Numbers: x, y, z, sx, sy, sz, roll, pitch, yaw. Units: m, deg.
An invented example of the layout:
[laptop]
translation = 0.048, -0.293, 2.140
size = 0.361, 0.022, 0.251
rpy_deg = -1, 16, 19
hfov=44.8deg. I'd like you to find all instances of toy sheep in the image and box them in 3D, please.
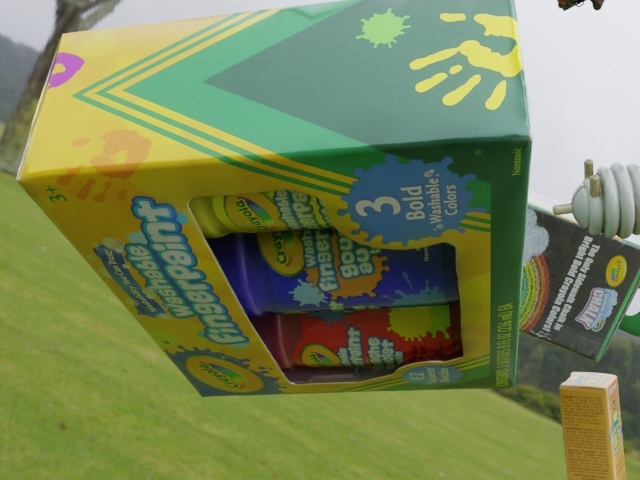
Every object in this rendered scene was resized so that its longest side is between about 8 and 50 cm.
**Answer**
[toy sheep]
translation = 0.315, -0.044, 0.827
size = 0.132, 0.091, 0.091
rpy_deg = -4, -8, 14

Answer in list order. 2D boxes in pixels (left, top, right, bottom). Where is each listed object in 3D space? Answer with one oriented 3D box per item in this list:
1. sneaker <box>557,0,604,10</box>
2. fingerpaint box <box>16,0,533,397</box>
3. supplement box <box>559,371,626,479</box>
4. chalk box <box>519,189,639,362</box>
[sneaker]
translation = 0.377, -0.397, 1.226
size = 0.157, 0.065, 0.061
rpy_deg = 26, 29, 35
[fingerpaint box]
translation = 0.000, 0.000, 0.747
size = 0.370, 0.163, 0.445
rpy_deg = -3, -33, 10
[supplement box]
translation = 0.434, 0.332, 1.231
size = 0.080, 0.234, 0.078
rpy_deg = -6, 6, 34
[chalk box]
translation = 0.355, 0.046, 1.147
size = 0.288, 0.180, 0.179
rpy_deg = 22, 15, 1
